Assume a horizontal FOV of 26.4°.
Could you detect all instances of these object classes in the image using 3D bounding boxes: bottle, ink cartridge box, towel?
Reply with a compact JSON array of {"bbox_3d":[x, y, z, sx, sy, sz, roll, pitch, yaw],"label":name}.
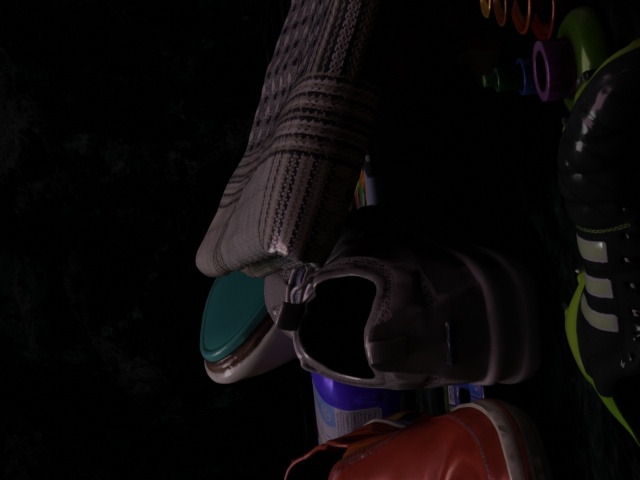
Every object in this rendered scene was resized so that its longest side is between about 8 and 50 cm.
[{"bbox_3d":[0.043,0.215,1.382,0.118,0.092,0.282,-107,10,-56],"label":"bottle"},{"bbox_3d":[0.064,-0.009,1.003,0.186,0.065,0.311,144,117,-85],"label":"ink cartridge box"},{"bbox_3d":[0.000,-0.126,0.814,0.324,0.056,0.312,157,130,-81],"label":"towel"}]

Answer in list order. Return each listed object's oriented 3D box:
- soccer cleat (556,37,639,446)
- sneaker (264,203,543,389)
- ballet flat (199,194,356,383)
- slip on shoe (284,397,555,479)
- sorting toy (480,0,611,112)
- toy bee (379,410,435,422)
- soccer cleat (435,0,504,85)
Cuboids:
[{"bbox_3d":[0.116,0.006,0.464,0.179,0.060,0.072,78,171,-52],"label":"soccer cleat"},{"bbox_3d":[0.017,0.033,0.843,0.281,0.115,0.105,-179,84,-65],"label":"sneaker"},{"bbox_3d":[0.000,0.000,1.169,0.400,0.139,0.139,-80,-11,-54],"label":"ballet flat"},{"bbox_3d":[0.060,0.167,0.865,0.331,0.101,0.123,162,95,-70],"label":"slip on shoe"},{"bbox_3d":[0.094,-0.089,0.604,0.061,0.042,0.102,88,172,-49],"label":"sorting toy"},{"bbox_3d":[0.024,0.281,1.120,0.195,0.162,0.298,13,-96,-60],"label":"toy bee"},{"bbox_3d":[0.084,-0.116,0.774,0.083,0.029,0.035,-114,21,-58],"label":"soccer cleat"}]
